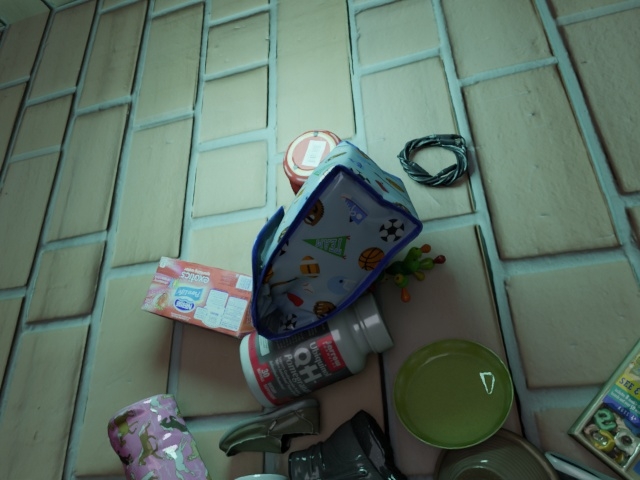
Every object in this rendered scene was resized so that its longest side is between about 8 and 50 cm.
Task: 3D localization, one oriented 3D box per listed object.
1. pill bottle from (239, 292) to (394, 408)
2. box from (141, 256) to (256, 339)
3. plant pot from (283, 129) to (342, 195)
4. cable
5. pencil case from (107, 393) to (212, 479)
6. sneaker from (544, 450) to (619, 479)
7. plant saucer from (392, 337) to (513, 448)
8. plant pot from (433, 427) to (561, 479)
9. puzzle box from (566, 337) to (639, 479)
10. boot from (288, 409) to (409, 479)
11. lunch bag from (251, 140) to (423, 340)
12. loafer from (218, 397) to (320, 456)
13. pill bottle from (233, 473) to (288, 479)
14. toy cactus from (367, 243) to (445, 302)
[{"bbox_3d":[-0.004,0.238,0.959,0.318,0.176,0.176,-25,63,7],"label":"pill bottle"},{"bbox_3d":[-0.284,0.157,1.103,0.299,0.142,0.154,9,71,21],"label":"box"},{"bbox_3d":[-0.003,-0.189,1.145,0.191,0.174,0.191,-8,65,17],"label":"plant pot"},{"bbox_3d":[0.297,-0.214,1.135,0.184,0.047,0.151,3,74,16],"label":"cable"},{"bbox_3d":[-0.346,0.544,0.953,0.160,0.167,0.386,-52,58,28],"label":"pencil case"},{"bbox_3d":[0.493,0.477,0.737,0.216,0.079,0.121,14,89,47],"label":"sneaker"},{"bbox_3d":[0.270,0.313,0.874,0.240,0.037,0.241,-20,35,15],"label":"plant saucer"},{"bbox_3d":[0.307,0.466,0.765,0.237,0.109,0.238,-14,65,32],"label":"plant pot"},{"bbox_3d":[0.708,0.386,0.739,0.409,0.052,0.272,38,83,27],"label":"puzzle box"},{"bbox_3d":[0.081,0.540,0.843,0.222,0.118,0.338,-37,45,3],"label":"boot"},{"bbox_3d":[0.000,0.000,0.928,0.238,0.328,0.385,35,111,-7],"label":"lunch bag"},{"bbox_3d":[-0.112,0.438,0.955,0.251,0.094,0.087,-25,58,6],"label":"loafer"},{"bbox_3d":[-0.119,0.618,0.830,0.153,0.153,0.265,-16,50,11],"label":"pill bottle"},{"bbox_3d":[0.173,0.079,0.998,0.219,0.180,0.112,-21,91,-35],"label":"toy cactus"}]
